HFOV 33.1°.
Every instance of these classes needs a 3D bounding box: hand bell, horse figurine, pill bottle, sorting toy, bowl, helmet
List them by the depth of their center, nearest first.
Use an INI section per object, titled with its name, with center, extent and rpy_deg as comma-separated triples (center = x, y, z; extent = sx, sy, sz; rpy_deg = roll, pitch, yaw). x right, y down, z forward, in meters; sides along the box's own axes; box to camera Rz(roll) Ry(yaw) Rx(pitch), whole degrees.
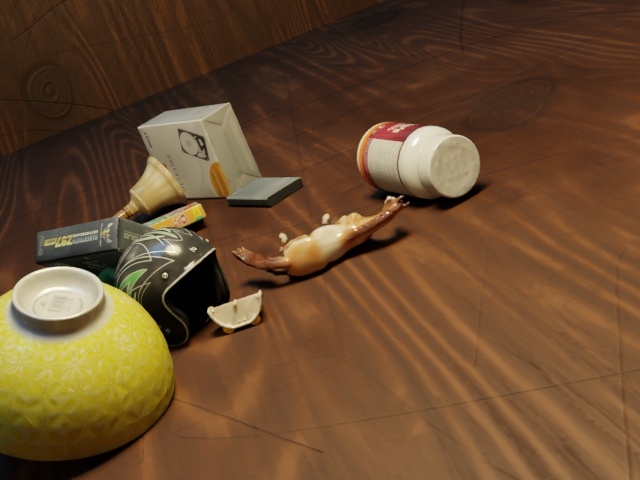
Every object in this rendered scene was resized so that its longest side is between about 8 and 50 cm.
[bowl]
center = -0.334, 0.128, 1.395
extent = 0.289, 0.156, 0.289
rpy_deg = 4, 32, -2
[sorting toy]
center = -0.117, 0.099, 1.592
extent = 0.083, 0.045, 0.075
rpy_deg = -19, 12, 7
[helmet]
center = -0.227, 0.060, 1.617
extent = 0.169, 0.162, 0.169
rpy_deg = -16, 22, 7
[horse figurine]
center = 0.000, 0.000, 1.699
extent = 0.263, 0.066, 0.174
rpy_deg = -23, 13, -14
[pill bottle]
center = 0.162, -0.133, 1.798
extent = 0.121, 0.121, 0.221
rpy_deg = -29, 20, -21
[hand bell]
center = -0.410, -0.054, 2.248
extent = 0.242, 0.126, 0.126
rpy_deg = -40, 24, -16

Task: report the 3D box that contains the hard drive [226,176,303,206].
[hard drive]
center = -0.111, -0.096, 2.132
extent = 0.094, 0.022, 0.135
rpy_deg = -35, 23, -34

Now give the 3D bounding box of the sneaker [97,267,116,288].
[sneaker]
center = -0.341, 0.131, 1.629
extent = 0.107, 0.110, 0.275
rpy_deg = -18, 20, 10

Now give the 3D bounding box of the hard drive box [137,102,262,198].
[hard drive box]
center = -0.257, -0.185, 2.282
extent = 0.232, 0.181, 0.089
rpy_deg = 0, 29, 48

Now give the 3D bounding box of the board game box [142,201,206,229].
[board game box]
center = -0.352, -0.009, 2.105
extent = 0.259, 0.039, 0.124
rpy_deg = -27, 9, -8

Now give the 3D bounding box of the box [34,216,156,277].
[box]
center = -0.321, 0.025, 1.776
extent = 0.183, 0.059, 0.232
rpy_deg = -10, -17, 31
